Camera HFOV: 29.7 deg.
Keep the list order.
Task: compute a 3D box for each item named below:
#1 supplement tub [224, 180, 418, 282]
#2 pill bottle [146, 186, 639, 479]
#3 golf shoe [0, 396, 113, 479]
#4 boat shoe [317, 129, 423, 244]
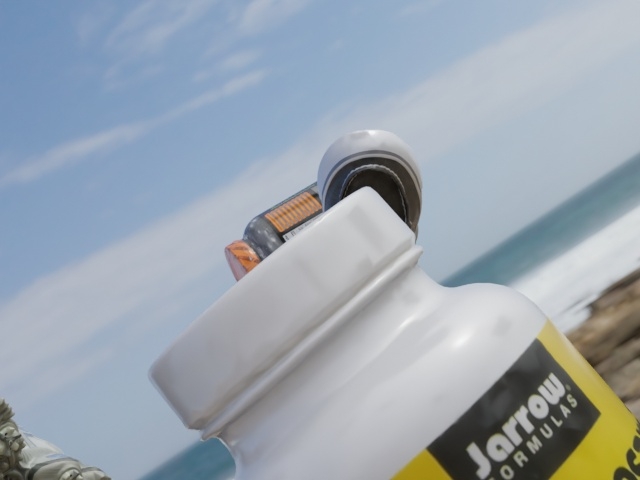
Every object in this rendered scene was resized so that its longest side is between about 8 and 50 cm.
[{"bbox_3d":[0.000,0.000,1.296,0.190,0.117,0.117,-31,-5,-13],"label":"supplement tub"},{"bbox_3d":[0.078,0.144,0.569,0.188,0.334,0.188,-41,-3,-3],"label":"pill bottle"},{"bbox_3d":[-0.185,0.109,0.616,0.069,0.086,0.176,-56,-38,-17],"label":"golf shoe"},{"bbox_3d":[0.038,0.013,0.916,0.080,0.076,0.228,-3,-36,-6],"label":"boat shoe"}]
